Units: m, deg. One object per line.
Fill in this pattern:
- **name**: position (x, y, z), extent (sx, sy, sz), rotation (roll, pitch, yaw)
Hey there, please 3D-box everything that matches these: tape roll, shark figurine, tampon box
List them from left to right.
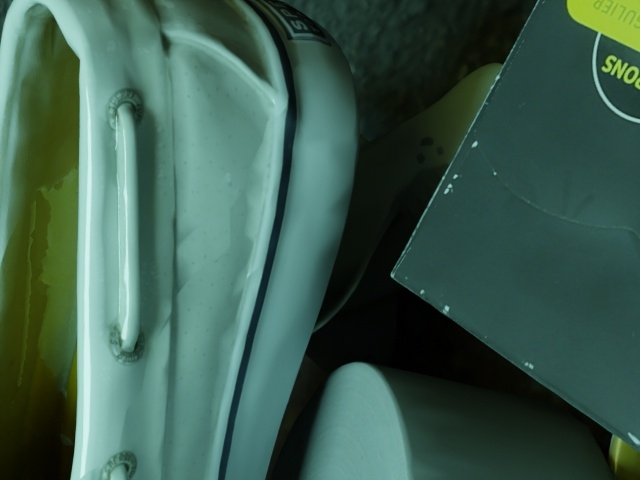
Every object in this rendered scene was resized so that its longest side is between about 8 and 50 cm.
- **shark figurine**: position (-0.025, 0.014, 0.659), extent (0.278, 0.116, 0.166), rotation (-6, 42, 31)
- **tape roll**: position (0.023, 0.153, 0.523), extent (0.219, 0.072, 0.219), rotation (-166, 90, -77)
- **tampon box**: position (0.123, 0.007, 0.371), extent (0.120, 0.161, 0.101), rotation (35, 100, 40)

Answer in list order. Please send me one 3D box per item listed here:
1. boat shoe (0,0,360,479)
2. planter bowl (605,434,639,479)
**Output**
- **boat shoe**: position (-0.101, 0.092, 0.518), extent (0.136, 0.156, 0.367), rotation (26, 104, 48)
- **planter bowl**: position (0.196, 0.083, 0.455), extent (0.217, 0.090, 0.217), rotation (-12, 70, 37)
